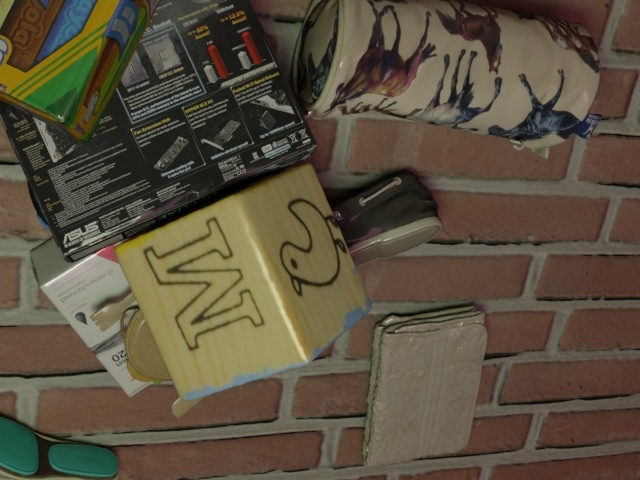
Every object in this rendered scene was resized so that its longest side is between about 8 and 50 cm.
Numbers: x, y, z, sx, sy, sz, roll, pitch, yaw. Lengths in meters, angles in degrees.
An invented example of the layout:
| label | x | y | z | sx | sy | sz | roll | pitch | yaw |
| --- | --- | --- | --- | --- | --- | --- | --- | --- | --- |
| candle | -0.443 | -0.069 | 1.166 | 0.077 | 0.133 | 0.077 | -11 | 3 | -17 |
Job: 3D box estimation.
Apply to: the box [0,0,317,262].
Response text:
| label | x | y | z | sx | sy | sz | roll | pitch | yaw |
| --- | --- | --- | --- | --- | --- | --- | --- | --- | --- |
| box | -0.193 | -0.147 | 1.129 | 0.307 | 0.076 | 0.243 | -25 | 87 | -9 |

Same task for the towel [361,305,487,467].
| label | x | y | z | sx | sy | sz | roll | pitch | yaw |
| --- | --- | --- | --- | --- | --- | --- | --- | --- | --- |
| towel | 0.160 | 0.232 | 1.590 | 0.187 | 0.049 | 0.282 | -6 | 120 | -19 |

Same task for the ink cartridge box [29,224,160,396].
| label | x | y | z | sx | sy | sz | roll | pitch | yaw |
| --- | --- | --- | --- | --- | --- | --- | --- | --- | --- |
| ink cartridge box | -0.243 | 0.072 | 1.297 | 0.158 | 0.092 | 0.218 | -32 | 127 | -4 |

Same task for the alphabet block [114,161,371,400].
| label | x | y | z | sx | sy | sz | roll | pitch | yaw |
| --- | --- | --- | --- | --- | --- | --- | --- | --- | --- |
| alphabet block | -0.086 | 0.045 | 1.176 | 0.193 | 0.192 | 0.197 | -21 | 96 | 28 |

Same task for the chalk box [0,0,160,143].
| label | x | y | z | sx | sy | sz | roll | pitch | yaw |
| --- | --- | --- | --- | --- | --- | --- | --- | --- | --- |
| chalk box | -0.253 | -0.269 | 0.993 | 0.179 | 0.180 | 0.289 | 27 | 88 | -3 |

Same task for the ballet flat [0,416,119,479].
| label | x | y | z | sx | sy | sz | roll | pitch | yaw |
| --- | --- | --- | --- | --- | --- | --- | --- | --- | --- |
| ballet flat | -0.393 | 0.305 | 1.375 | 0.248 | 0.086 | 0.086 | 27 | 104 | -34 |

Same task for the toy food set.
| label | x | y | z | sx | sy | sz | roll | pitch | yaw |
| --- | --- | --- | --- | --- | --- | --- | --- | --- | --- |
| toy food set | -0.192 | 0.120 | 1.274 | 0.132 | 0.038 | 0.192 | -38 | 121 | -9 |

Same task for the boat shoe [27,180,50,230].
| label | x | y | z | sx | sy | sz | roll | pitch | yaw |
| --- | --- | --- | --- | --- | --- | --- | --- | --- | --- |
| boat shoe | -0.222 | -0.090 | 1.207 | 0.258 | 0.109 | 0.089 | -25 | 121 | -12 |

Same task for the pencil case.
| label | x | y | z | sx | sy | sz | roll | pitch | yaw |
| --- | --- | --- | --- | --- | --- | --- | --- | --- | --- |
| pencil case | 0.157 | -0.210 | 1.271 | 0.410 | 0.160 | 0.184 | 4 | 101 | -26 |

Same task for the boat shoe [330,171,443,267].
| label | x | y | z | sx | sy | sz | roll | pitch | yaw |
| --- | --- | --- | --- | --- | --- | --- | --- | --- | --- |
| boat shoe | 0.000 | 0.000 | 1.376 | 0.335 | 0.096 | 0.112 | -19 | 159 | -9 |
